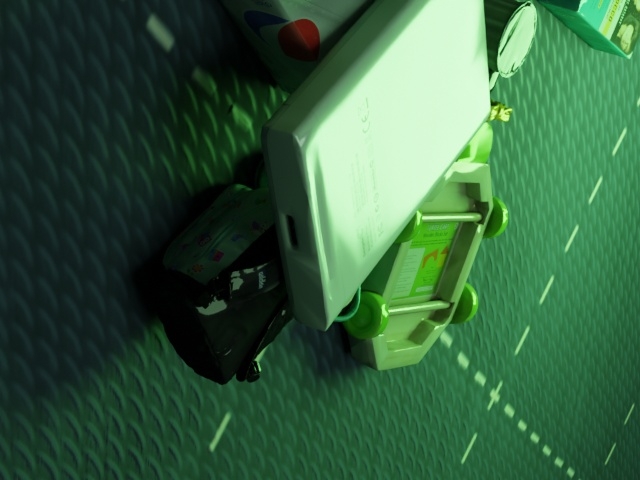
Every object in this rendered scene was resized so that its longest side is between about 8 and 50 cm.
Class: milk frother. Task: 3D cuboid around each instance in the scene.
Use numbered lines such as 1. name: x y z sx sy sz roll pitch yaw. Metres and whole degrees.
1. milk frother: 0.168 -0.227 1.738 0.143 0.134 0.129 -31 138 -48

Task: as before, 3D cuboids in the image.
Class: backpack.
1. backpack: -0.075 0.028 1.518 0.182 0.115 0.152 -49 149 -27

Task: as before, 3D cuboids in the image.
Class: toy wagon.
1. toy wagon: 0.137 -0.012 1.901 0.267 0.068 0.344 -3 114 -60

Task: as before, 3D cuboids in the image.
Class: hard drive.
1. hard drive: 0.063 -0.113 1.518 0.353 0.047 0.233 -51 145 -38

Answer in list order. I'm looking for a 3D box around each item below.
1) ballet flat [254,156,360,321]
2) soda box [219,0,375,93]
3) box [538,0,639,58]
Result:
1. ballet flat: 0.000 0.000 1.659 0.083 0.087 0.247 -52 148 -26
2. soda box: -0.026 -0.228 1.444 0.098 0.091 0.286 -60 151 -13
3. box: 0.368 -0.322 2.100 0.244 0.060 0.100 17 95 -62
